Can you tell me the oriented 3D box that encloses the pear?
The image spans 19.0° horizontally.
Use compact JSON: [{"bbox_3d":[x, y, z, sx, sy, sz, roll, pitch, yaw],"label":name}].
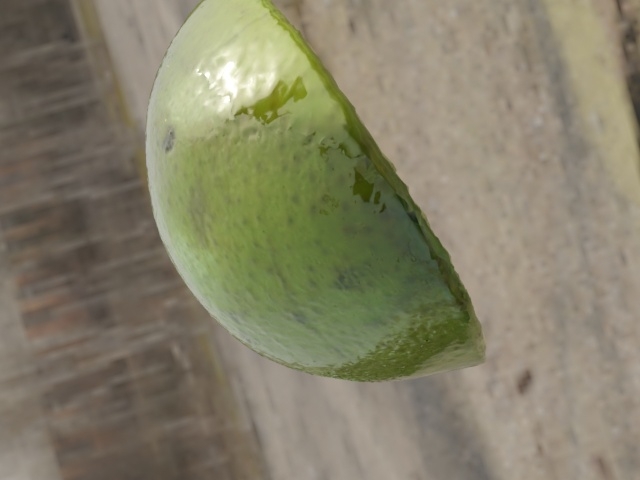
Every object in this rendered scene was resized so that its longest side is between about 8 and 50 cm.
[{"bbox_3d":[-0.005,-0.001,1.138,0.288,0.139,0.239,59,167,-19],"label":"pear"}]
